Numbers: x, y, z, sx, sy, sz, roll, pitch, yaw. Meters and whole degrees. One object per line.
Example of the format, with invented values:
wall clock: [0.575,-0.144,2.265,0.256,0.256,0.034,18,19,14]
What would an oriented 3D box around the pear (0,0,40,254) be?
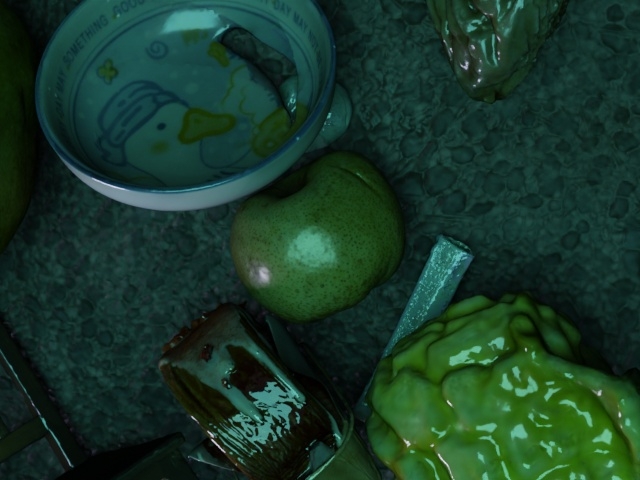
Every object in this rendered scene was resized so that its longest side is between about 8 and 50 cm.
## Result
pear: [-0.425,-0.091,1.386,0.352,0.413,0.352,7,106,25]

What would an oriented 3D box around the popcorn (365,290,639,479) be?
popcorn: [0.175,0.184,1.407,0.237,0.293,0.293,-41,92,2]

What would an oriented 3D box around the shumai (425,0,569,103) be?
shumai: [0.134,-0.237,1.377,0.175,0.166,0.206,23,101,10]

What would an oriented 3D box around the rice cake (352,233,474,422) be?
rice cake: [0.089,0.092,1.510,0.043,0.034,0.211,27,104,7]

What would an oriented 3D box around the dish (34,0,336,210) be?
dish: [-0.113,-0.121,1.442,0.273,0.134,0.273,-4,58,6]

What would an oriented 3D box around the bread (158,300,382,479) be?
bread: [-0.053,0.162,1.446,0.142,0.224,0.212,-44,115,2]

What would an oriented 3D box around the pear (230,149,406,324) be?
pear: [0.000,0.000,1.447,0.167,0.167,0.137,-27,99,14]

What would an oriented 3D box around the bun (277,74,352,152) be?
bun: [-0.012,-0.121,1.481,0.083,0.045,0.083,2,104,7]

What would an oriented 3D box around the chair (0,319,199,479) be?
chair: [-0.249,0.244,1.470,0.240,0.203,0.416,-22,100,57]
